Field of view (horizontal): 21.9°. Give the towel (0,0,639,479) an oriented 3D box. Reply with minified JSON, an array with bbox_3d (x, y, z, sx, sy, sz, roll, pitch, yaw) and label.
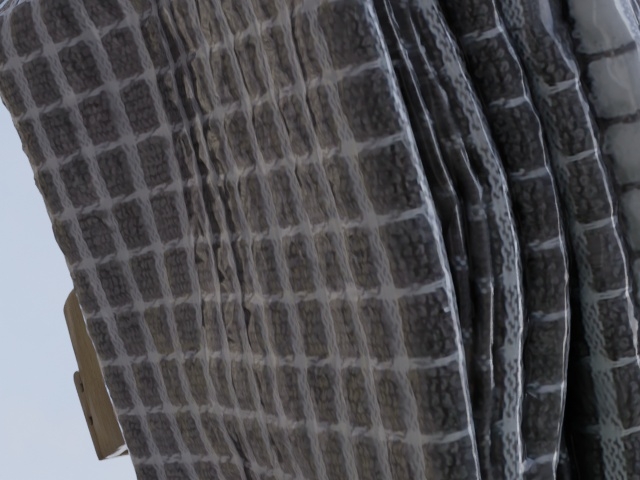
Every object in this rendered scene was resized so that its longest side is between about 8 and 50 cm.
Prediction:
[{"bbox_3d":[0.014,0.021,0.485,0.235,0.121,0.283,-6,-77,65],"label":"towel"}]

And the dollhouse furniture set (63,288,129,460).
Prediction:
[{"bbox_3d":[0.000,0.000,1.186,0.286,0.303,0.198,-39,-116,52],"label":"dollhouse furniture set"}]

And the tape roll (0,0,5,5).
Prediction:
[{"bbox_3d":[-0.161,-0.234,1.392,0.219,0.072,0.219,0,-69,-1],"label":"tape roll"}]
